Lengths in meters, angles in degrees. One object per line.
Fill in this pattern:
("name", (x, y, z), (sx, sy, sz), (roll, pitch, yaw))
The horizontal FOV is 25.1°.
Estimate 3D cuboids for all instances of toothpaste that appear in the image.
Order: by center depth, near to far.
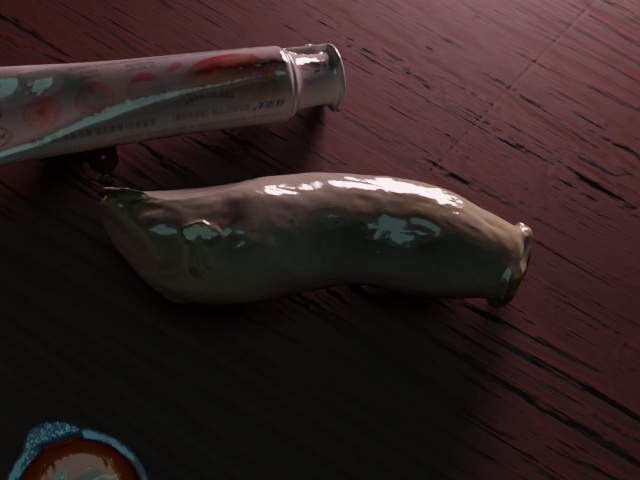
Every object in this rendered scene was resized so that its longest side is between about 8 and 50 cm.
("toothpaste", (-0.140, -0.116, 1.179), (0.323, 0.066, 0.100), (-8, 62, -18))

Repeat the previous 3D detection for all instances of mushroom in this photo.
("mushroom", (0.001, -0.002, 1.143), (0.351, 0.097, 0.109), (1, 64, -10))

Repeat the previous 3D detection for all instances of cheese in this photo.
("cheese", (-0.153, 0.242, 1.031), (0.106, 0.037, 0.256), (-19, 67, -14))

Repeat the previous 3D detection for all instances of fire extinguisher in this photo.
("fire extinguisher", (-0.191, -0.080, 1.183), (0.032, 0.046, 0.100), (-30, 57, 24))
